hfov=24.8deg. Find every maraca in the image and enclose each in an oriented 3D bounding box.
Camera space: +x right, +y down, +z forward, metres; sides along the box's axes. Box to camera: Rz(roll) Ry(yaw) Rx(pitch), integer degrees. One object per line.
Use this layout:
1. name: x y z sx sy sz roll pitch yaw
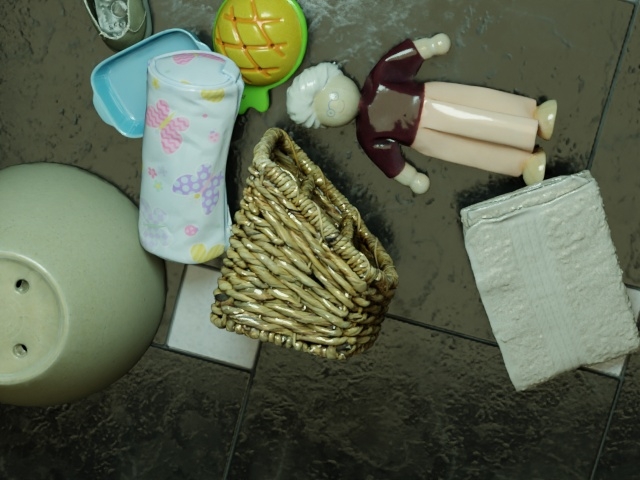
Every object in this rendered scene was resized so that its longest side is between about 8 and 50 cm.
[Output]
1. maraca: -0.086 -0.247 1.873 0.127 0.099 0.186 36 124 9

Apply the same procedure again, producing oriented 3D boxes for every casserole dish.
1. casserole dish: -0.210 -0.208 1.888 0.188 0.037 0.114 -23 106 24

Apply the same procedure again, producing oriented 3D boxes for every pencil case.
1. pencil case: -0.166 -0.104 1.843 0.124 0.113 0.273 17 122 18

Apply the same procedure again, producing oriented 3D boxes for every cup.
1. cup: -0.380 0.074 1.864 0.331 0.237 0.331 0 98 3

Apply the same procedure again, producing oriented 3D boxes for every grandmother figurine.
1. grandmother figurine: 0.126 -0.165 1.874 0.342 0.104 0.208 9 90 -1

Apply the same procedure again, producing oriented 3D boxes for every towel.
1. towel: 0.301 0.056 1.889 0.187 0.049 0.282 -19 114 6

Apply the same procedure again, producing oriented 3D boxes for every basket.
1. basket: 0.000 0.000 1.801 0.213 0.299 0.223 15 99 0

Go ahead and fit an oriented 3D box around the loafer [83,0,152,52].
1. loafer: -0.275 -0.364 1.865 0.094 0.087 0.251 -16 98 5
